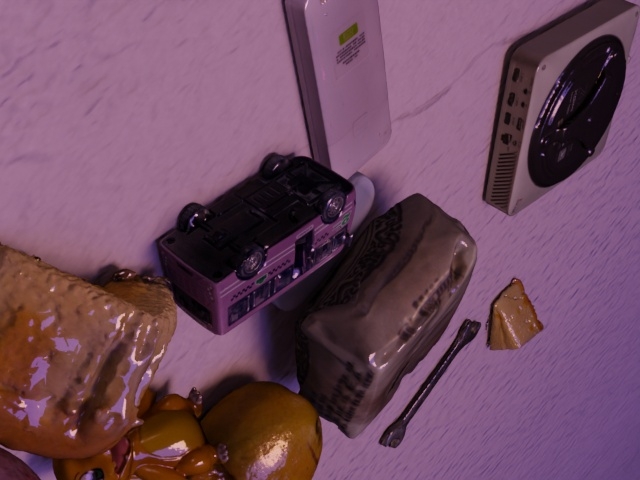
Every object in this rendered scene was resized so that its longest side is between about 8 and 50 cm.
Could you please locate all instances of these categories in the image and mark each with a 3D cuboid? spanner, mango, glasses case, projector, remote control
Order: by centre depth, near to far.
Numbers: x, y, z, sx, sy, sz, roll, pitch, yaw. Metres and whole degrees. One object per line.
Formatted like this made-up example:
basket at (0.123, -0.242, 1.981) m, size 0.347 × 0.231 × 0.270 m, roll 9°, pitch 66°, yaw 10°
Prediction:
remote control at (0.024, -0.171, 1.043) m, size 0.103 × 0.034 × 0.250 m, roll -43°, pitch 145°, yaw -24°
glasses case at (0.000, 0.000, 1.142) m, size 0.178 × 0.045 × 0.067 m, roll -54°, pitch 150°, yaw -9°
mango at (-0.102, 0.279, 1.160) m, size 0.262 × 0.130 × 0.167 m, roll -58°, pitch 149°, yaw 7°
projector at (0.349, -0.187, 1.442) m, size 0.259 × 0.079 × 0.257 m, roll -31°, pitch 140°, yaw -35°
spanner at (0.176, 0.225, 1.606) m, size 0.254 × 0.015 × 0.054 m, roll -53°, pitch 146°, yaw -11°

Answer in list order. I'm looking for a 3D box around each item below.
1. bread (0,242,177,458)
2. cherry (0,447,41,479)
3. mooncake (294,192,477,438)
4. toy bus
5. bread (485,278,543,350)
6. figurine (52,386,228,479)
bread at (-0.200, 0.108, 0.870) m, size 0.252 × 0.133 × 0.174 m, roll 26°, pitch 93°, yaw -58°
cherry at (-0.295, 0.249, 0.814) m, size 0.249 × 0.192 × 0.175 m, roll 61°, pitch 30°, yaw -70°
mooncake at (0.072, 0.082, 1.198) m, size 0.250 × 0.136 × 0.254 m, roll -50°, pitch 166°, yaw -27°
toy bus at (-0.057, 0.002, 1.017) m, size 0.199 × 0.096 × 0.108 m, roll -35°, pitch 142°, yaw -32°
bread at (0.308, 0.127, 1.707) m, size 0.084 × 0.080 × 0.109 m, roll -38°, pitch 107°, yaw -31°
figurine at (-0.195, 0.219, 1.024) m, size 0.176 × 0.121 × 0.122 m, roll 0°, pitch 146°, yaw -47°
